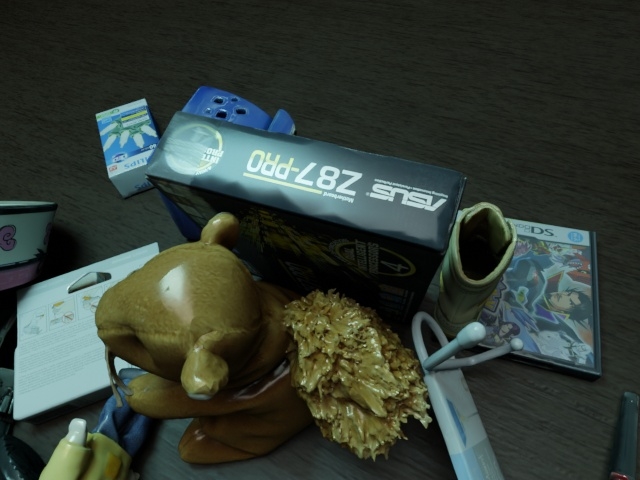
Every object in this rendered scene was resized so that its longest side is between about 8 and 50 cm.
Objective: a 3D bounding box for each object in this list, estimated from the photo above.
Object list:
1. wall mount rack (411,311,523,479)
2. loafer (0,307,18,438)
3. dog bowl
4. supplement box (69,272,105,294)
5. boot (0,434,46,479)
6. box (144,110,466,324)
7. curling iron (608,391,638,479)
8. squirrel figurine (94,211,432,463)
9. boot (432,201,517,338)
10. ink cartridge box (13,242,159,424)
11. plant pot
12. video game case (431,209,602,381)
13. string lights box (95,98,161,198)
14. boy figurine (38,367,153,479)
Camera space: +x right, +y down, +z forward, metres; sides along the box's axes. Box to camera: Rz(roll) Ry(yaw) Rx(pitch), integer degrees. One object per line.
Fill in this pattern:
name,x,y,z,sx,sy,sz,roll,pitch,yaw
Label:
wall mount rack,0.201,0.222,0.470,0.130,0.304,0.350,-30,63,26
loafer,-0.550,0.223,0.723,0.084,0.096,0.267,-20,52,-14
dog bowl,-0.699,0.007,0.743,0.408,0.408,0.150,1,96,9
supplement box,-0.455,0.110,0.821,0.062,0.036,0.098,-22,55,-7
boot,-0.458,0.422,0.560,0.207,0.094,0.246,-39,64,-23
box,0.000,0.000,0.588,0.318,0.395,0.097,18,73,13
curling iron,0.380,0.319,0.554,0.068,0.035,0.274,28,63,24
squirrel figurine,-0.064,0.126,0.543,0.397,0.370,0.281,2,58,6
boot,0.247,0.002,0.653,0.095,0.203,0.262,20,62,20
ink cartridge box,-0.393,0.156,0.752,0.275,0.060,0.239,-20,59,-7
plant pot,-0.165,-0.134,0.844,0.212,0.236,0.236,13,56,9
video game case,0.343,0.076,0.735,0.248,0.035,0.275,11,57,16
string lights box,-0.461,-0.235,1.047,0.133,0.077,0.260,-23,55,-11
boy figurine,-0.297,0.309,0.558,0.092,0.177,0.285,0,35,10
